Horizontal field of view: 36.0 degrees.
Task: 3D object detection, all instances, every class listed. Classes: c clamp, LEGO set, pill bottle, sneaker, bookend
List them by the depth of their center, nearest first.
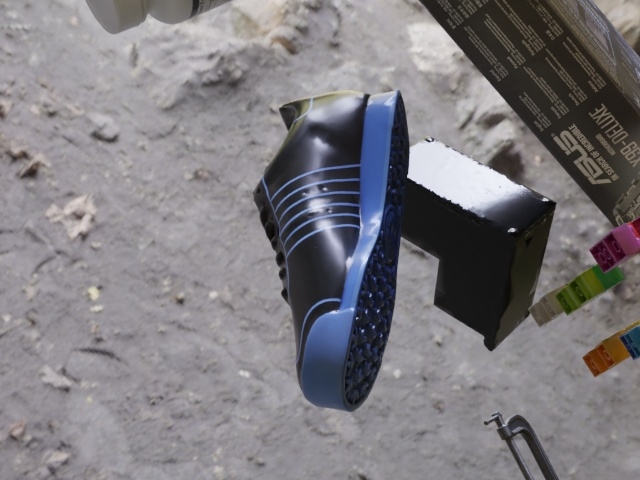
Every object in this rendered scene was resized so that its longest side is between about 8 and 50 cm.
[{"bbox_3d":[0.000,0.000,0.624,0.081,0.090,0.232,68,27,-50],"label":"sneaker"},{"bbox_3d":[0.236,0.039,0.713,0.093,0.227,0.087,-28,77,-9],"label":"LEGO set"},{"bbox_3d":[-0.117,-0.251,0.858,0.180,0.108,0.108,-29,80,-22],"label":"pill bottle"},{"bbox_3d":[0.141,0.003,0.996,0.156,0.157,0.072,32,50,30],"label":"bookend"},{"bbox_3d":[0.265,0.288,1.269,0.161,0.022,0.137,61,25,7],"label":"c clamp"}]

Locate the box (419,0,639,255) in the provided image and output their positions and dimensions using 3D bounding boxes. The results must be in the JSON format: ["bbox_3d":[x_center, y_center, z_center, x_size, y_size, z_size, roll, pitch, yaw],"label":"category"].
[{"bbox_3d":[0.196,-0.166,0.831,0.307,0.076,0.242,45,27,-16],"label":"box"}]
